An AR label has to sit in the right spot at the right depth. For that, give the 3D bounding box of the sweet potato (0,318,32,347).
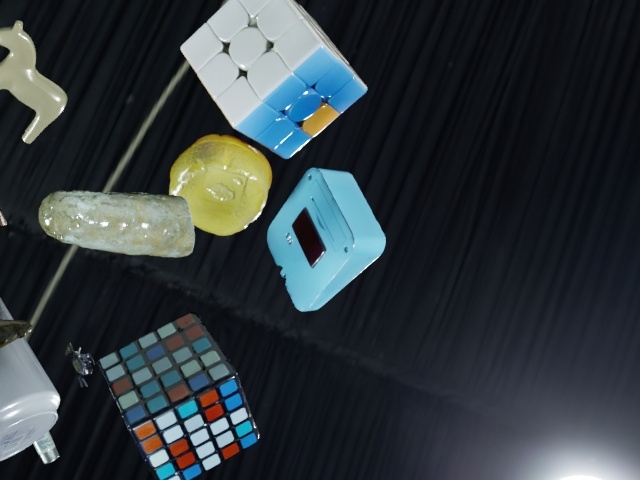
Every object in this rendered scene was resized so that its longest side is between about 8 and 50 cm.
[{"bbox_3d":[-0.730,0.156,1.479,0.310,0.124,0.098,38,169,-34],"label":"sweet potato"}]

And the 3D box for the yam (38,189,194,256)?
[{"bbox_3d":[-0.384,-0.039,1.457,0.330,0.133,0.133,7,-177,-45],"label":"yam"}]

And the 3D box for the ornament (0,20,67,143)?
[{"bbox_3d":[-0.702,-0.375,1.752,0.245,0.061,0.230,-38,120,24],"label":"ornament"}]

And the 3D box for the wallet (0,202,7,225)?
[{"bbox_3d":[-0.668,-0.111,1.438,0.095,0.176,0.026,-1,-157,10],"label":"wallet"}]

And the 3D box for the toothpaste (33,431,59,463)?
[{"bbox_3d":[-0.683,0.411,1.763,0.239,0.062,0.039,65,162,-1],"label":"toothpaste"}]

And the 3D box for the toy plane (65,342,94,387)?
[{"bbox_3d":[-0.511,0.256,1.582,0.031,0.049,0.121,9,-154,-45],"label":"toy plane"}]

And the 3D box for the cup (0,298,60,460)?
[{"bbox_3d":[-0.772,0.318,1.617,0.327,0.323,0.237,53,161,17],"label":"cup"}]

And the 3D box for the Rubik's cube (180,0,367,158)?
[{"bbox_3d":[-0.110,-0.425,1.864,0.291,0.290,0.292,55,-165,22],"label":"Rubik's cube"}]

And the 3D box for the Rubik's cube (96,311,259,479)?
[{"bbox_3d":[-0.231,0.262,1.233,0.182,0.187,0.184,44,157,47],"label":"Rubik's cube"}]

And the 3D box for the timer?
[{"bbox_3d":[0.000,0.000,1.587,0.091,0.232,0.250,3,140,-41],"label":"timer"}]

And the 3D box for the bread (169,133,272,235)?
[{"bbox_3d":[-0.261,-0.141,1.953,0.270,0.148,0.270,-1,132,-1],"label":"bread"}]
